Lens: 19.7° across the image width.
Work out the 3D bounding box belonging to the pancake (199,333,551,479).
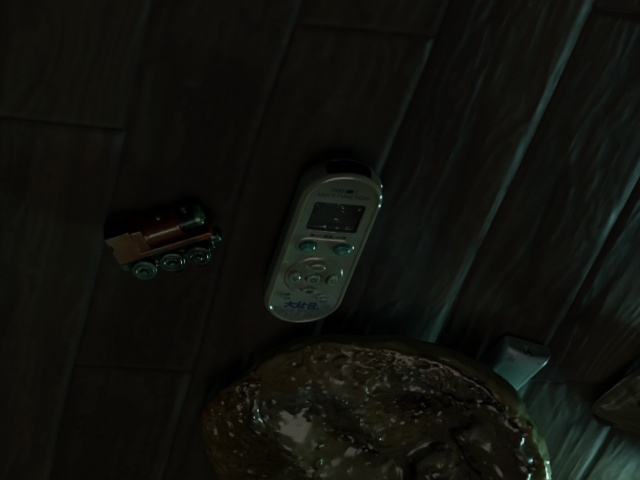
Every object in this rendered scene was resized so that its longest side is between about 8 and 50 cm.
[{"bbox_3d":[0.059,0.228,1.965,0.387,0.082,0.387,4,134,4],"label":"pancake"}]

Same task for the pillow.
[{"bbox_3d":[0.404,0.186,2.019,0.217,0.033,0.130,26,128,-33],"label":"pillow"}]

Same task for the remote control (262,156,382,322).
[{"bbox_3d":[0.000,0.000,1.730,0.078,0.042,0.221,6,138,-13],"label":"remote control"}]

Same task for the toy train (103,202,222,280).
[{"bbox_3d":[-0.144,-0.003,1.708,0.103,0.044,0.064,-16,130,12],"label":"toy train"}]

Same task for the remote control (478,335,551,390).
[{"bbox_3d":[0.178,0.160,1.959,0.061,0.029,0.162,15,136,-26],"label":"remote control"}]
